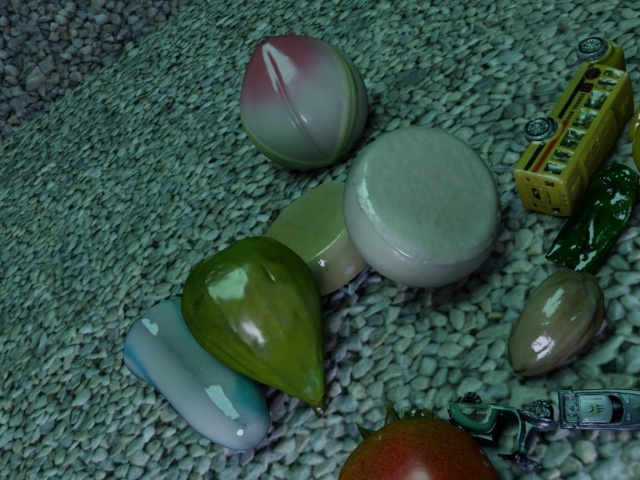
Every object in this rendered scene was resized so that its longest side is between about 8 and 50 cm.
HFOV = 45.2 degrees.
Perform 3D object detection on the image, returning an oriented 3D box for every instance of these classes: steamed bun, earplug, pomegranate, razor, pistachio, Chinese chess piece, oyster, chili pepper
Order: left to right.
[{"bbox_3d":[-0.205,0.262,1.381,0.185,0.185,0.324,-45,46,-8],"label":"earplug"},{"bbox_3d":[-0.054,-0.329,1.713,0.309,0.309,0.310,-20,43,21],"label":"steamed bun"},{"bbox_3d":[0.000,0.000,1.482,0.250,0.097,0.251,-30,30,19],"label":"Chinese chess piece"},{"bbox_3d":[0.107,0.020,1.471,0.211,0.036,0.084,-44,30,-14],"label":"razor"},{"bbox_3d":[0.127,0.335,1.027,0.220,0.221,0.257,-31,40,9],"label":"pomegranate"},{"bbox_3d":[0.168,-0.047,1.337,0.282,0.177,0.283,5,64,-11],"label":"steamed bun"},{"bbox_3d":[0.157,0.284,1.186,0.093,0.034,0.051,10,67,37],"label":"oyster"},{"bbox_3d":[0.345,0.122,1.142,0.185,0.108,0.126,-51,18,-4],"label":"pistachio"},{"bbox_3d":[0.445,-0.032,1.242,0.098,0.061,0.224,17,63,44],"label":"chili pepper"}]

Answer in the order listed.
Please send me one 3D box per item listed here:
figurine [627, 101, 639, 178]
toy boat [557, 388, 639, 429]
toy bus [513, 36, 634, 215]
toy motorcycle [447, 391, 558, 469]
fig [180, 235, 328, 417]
[{"bbox_3d":[0.590,-0.108,1.101,0.326,0.218,0.169,31,106,57],"label":"figurine"},{"bbox_3d":[0.396,0.229,1.042,0.141,0.060,0.055,-6,73,26],"label":"toy boat"},{"bbox_3d":[0.457,-0.204,1.348,0.123,0.121,0.336,20,66,39],"label":"toy bus"},{"bbox_3d":[0.254,0.273,1.105,0.173,0.058,0.100,-4,55,33],"label":"toy motorcycle"},{"bbox_3d":[-0.083,0.128,1.322,0.233,0.314,0.233,-54,13,18],"label":"fig"}]
